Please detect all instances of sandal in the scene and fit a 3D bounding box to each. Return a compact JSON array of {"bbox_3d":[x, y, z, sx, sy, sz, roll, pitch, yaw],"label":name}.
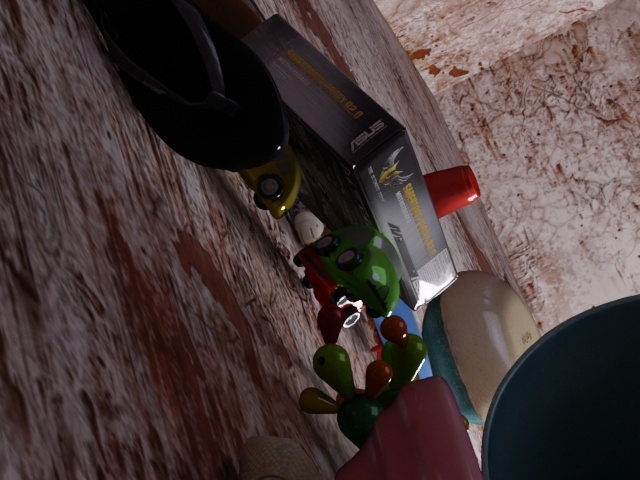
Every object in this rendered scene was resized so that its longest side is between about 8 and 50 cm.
[{"bbox_3d":[-0.123,-0.154,1.258,0.254,0.097,0.054,52,9,-1],"label":"sandal"}]

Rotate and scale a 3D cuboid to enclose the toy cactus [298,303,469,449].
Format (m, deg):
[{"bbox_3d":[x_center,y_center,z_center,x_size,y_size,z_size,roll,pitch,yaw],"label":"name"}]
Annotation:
[{"bbox_3d":[0.048,0.158,1.342,0.219,0.112,0.180,53,32,-55],"label":"toy cactus"}]

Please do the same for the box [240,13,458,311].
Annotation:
[{"bbox_3d":[0.024,-0.064,1.459,0.183,0.056,0.231,46,-12,36],"label":"box"}]

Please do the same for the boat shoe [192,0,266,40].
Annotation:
[{"bbox_3d":[-0.098,-0.223,1.602,0.207,0.073,0.073,60,12,-17],"label":"boat shoe"}]

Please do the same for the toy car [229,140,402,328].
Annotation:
[{"bbox_3d":[0.014,0.003,1.418,0.239,0.053,0.225,57,-11,-29],"label":"toy car"}]

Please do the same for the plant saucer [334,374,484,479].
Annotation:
[{"bbox_3d":[0.078,0.248,0.988,0.332,0.084,0.332,-15,90,-89],"label":"plant saucer"}]

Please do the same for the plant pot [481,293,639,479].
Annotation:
[{"bbox_3d":[0.247,0.200,1.078,0.290,0.290,0.195,-107,-170,-45],"label":"plant pot"}]

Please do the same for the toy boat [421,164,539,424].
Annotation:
[{"bbox_3d":[0.156,0.073,2.004,0.267,0.148,0.318,3,67,-73],"label":"toy boat"}]

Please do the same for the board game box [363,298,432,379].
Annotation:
[{"bbox_3d":[0.067,0.097,1.733,0.133,0.033,0.169,69,15,7],"label":"board game box"}]

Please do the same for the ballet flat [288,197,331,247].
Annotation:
[{"bbox_3d":[0.000,0.000,1.625,0.114,0.041,0.041,59,10,-18],"label":"ballet flat"}]

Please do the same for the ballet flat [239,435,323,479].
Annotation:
[{"bbox_3d":[-0.012,0.189,1.004,0.052,0.057,0.168,17,45,-63],"label":"ballet flat"}]
